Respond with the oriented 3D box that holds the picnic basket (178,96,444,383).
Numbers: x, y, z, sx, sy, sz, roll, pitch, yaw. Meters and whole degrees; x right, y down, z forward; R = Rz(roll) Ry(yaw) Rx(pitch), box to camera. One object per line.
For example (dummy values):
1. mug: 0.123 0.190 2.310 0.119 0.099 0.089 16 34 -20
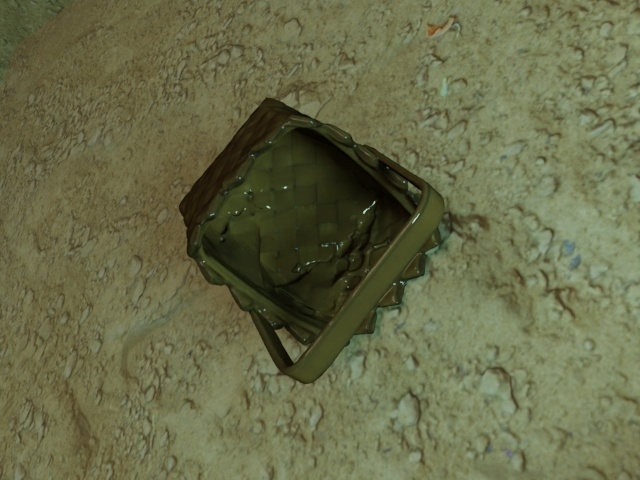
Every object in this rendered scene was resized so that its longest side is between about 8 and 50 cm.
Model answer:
1. picnic basket: 0.000 0.000 0.869 0.254 0.291 0.321 -51 29 5
